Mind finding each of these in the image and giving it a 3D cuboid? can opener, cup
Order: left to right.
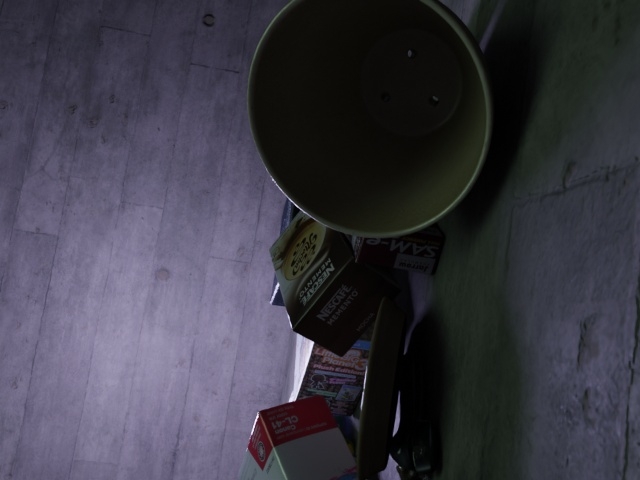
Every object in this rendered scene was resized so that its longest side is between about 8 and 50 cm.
[{"bbox_3d":[0.097,-0.200,0.824,0.237,0.331,0.331,-44,-27,-54],"label":"cup"},{"bbox_3d":[0.136,0.251,0.836,0.059,0.073,0.186,54,-150,-38],"label":"can opener"}]

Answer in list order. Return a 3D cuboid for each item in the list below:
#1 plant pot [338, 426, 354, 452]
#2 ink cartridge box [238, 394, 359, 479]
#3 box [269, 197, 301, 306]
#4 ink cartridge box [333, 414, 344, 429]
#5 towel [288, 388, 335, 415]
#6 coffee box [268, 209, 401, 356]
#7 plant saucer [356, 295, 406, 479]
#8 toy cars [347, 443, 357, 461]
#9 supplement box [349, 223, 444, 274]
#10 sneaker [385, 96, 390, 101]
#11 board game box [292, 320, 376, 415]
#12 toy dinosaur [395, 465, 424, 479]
[{"bbox_3d":[0.037,0.456,1.274,0.079,0.083,0.083,156,123,-68],"label":"plant pot"},{"bbox_3d":[-0.014,0.446,0.932,0.306,0.131,0.226,60,143,41],"label":"ink cartridge box"},{"bbox_3d":[0.000,0.000,1.566,0.395,0.211,0.294,117,160,-66],"label":"box"},{"bbox_3d":[-0.029,0.451,1.334,0.209,0.062,0.109,24,-112,-53],"label":"ink cartridge box"},{"bbox_3d":[-0.023,0.510,1.508,0.235,0.121,0.284,121,159,-68],"label":"towel"},{"bbox_3d":[0.014,0.051,1.082,0.168,0.118,0.297,-51,26,13],"label":"coffee box"},{"bbox_3d":[0.098,0.225,0.889,0.278,0.041,0.278,7,-90,-79],"label":"plant saucer"},{"bbox_3d":[0.015,0.587,1.071,0.176,0.087,0.394,162,117,-66],"label":"toy cars"},{"bbox_3d":[0.116,-0.032,0.995,0.239,0.130,0.073,-99,19,-66],"label":"supplement box"},{"bbox_3d":[0.144,-0.353,1.496,0.192,0.064,0.086,-109,37,-75],"label":"sneaker"},{"bbox_3d":[0.034,0.214,1.302,0.232,0.141,0.291,-88,10,-46],"label":"board game box"},{"bbox_3d":[0.105,0.350,0.651,0.313,0.121,0.160,128,164,-68],"label":"toy dinosaur"}]
